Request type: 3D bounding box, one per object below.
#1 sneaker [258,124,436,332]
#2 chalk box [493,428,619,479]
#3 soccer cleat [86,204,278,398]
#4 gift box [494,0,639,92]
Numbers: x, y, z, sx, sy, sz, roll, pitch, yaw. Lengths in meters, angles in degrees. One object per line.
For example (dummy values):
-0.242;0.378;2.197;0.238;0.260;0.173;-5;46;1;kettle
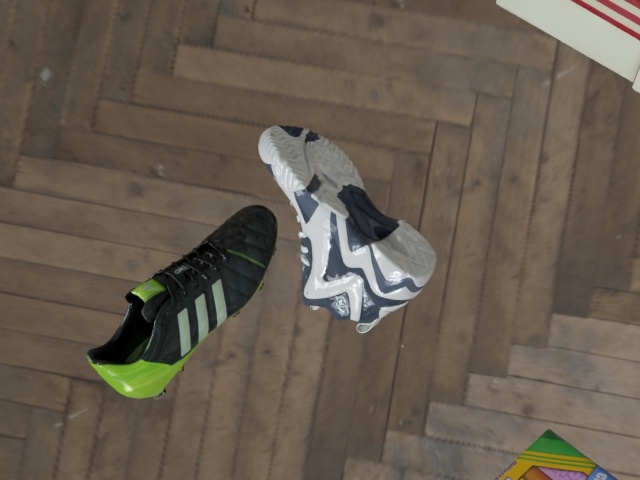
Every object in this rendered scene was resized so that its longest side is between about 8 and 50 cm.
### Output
0.000;0.000;1.264;0.235;0.094;0.153;41;129;10;sneaker
0.297;0.367;1.245;0.179;0.289;0.180;-41;124;-10;chalk box
-0.100;0.040;0.894;0.179;0.072;0.060;-51;48;-4;soccer cleat
0.340;-0.309;1.165;0.258;0.276;0.255;34;76;15;gift box
